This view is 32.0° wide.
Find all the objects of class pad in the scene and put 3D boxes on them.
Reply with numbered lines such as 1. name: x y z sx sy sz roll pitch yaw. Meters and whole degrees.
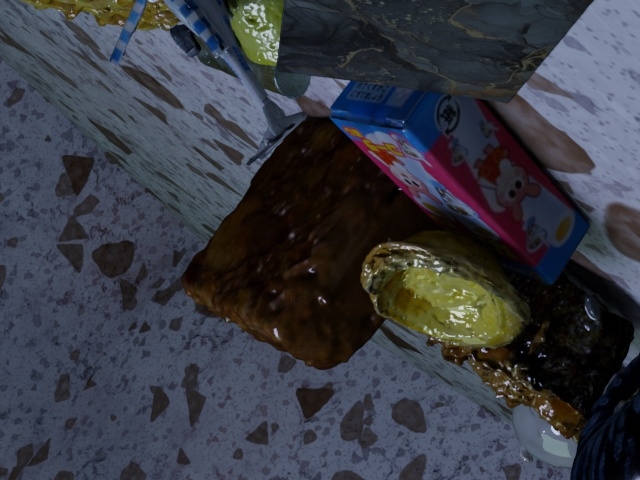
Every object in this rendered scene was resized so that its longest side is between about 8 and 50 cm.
1. pad: 0.089 -0.188 0.977 0.247 0.007 0.367 8 171 -3

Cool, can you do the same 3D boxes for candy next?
1. candy: 0.166 -0.081 1.301 0.306 0.100 0.157 43 167 -31

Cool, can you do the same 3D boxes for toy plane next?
1. toy plane: -0.094 -0.207 1.072 0.273 0.182 0.107 36 -170 18

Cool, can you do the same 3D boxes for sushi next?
1. sushi: 0.260 0.106 1.567 0.348 0.207 0.234 33 177 30

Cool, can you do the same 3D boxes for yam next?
1. yam: -0.092 -0.246 1.483 0.179 0.078 0.078 29 168 38

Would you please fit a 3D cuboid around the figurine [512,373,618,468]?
1. figurine: 0.507 0.354 1.882 0.394 0.226 0.274 31 -158 -35

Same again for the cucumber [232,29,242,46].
1. cucumber: -0.099 -0.294 1.344 0.058 0.058 0.187 35 169 8

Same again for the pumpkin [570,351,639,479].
1. pumpkin: 0.416 0.224 1.139 0.266 0.363 0.363 31 170 7

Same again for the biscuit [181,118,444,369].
1. biscuit: 0.000 0.000 1.573 0.166 0.342 0.395 37 173 -24

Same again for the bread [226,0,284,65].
1. bread: -0.041 -0.245 1.150 0.129 0.111 0.114 -12 133 28

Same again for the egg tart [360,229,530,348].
1. egg tart: 0.151 0.052 1.342 0.212 0.090 0.212 18 154 9

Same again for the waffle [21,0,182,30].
1. waffle: -0.281 -0.332 1.462 0.312 0.060 0.307 8 179 34
